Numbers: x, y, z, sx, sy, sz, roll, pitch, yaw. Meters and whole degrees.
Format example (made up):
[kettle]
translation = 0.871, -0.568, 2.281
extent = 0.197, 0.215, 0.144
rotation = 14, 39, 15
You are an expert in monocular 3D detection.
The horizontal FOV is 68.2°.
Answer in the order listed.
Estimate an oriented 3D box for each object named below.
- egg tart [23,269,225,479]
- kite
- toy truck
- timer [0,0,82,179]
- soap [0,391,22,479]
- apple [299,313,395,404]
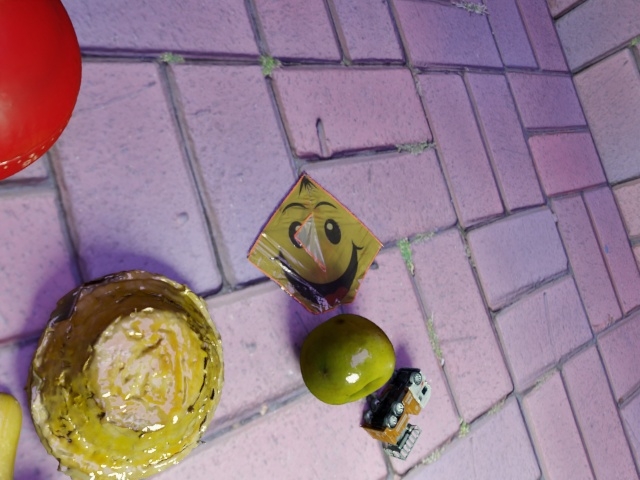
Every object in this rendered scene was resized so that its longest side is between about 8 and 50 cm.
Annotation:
[egg tart]
translation = -0.290, 0.208, 0.764
extent = 0.341, 0.132, 0.341
rotation = 11, 70, -31
[kite]
translation = -0.001, 0.000, 1.088
extent = 0.378, 0.013, 0.327
rotation = -9, 81, -35
[toy truck]
translation = 0.185, 0.382, 1.067
extent = 0.115, 0.080, 0.177
rotation = 53, 56, -16
[timer]
translation = -0.535, -0.262, 0.641
extent = 0.378, 0.279, 0.377
rotation = 9, 72, -29
[soap]
translation = -0.480, 0.302, 0.670
extent = 0.089, 0.033, 0.168
rotation = 7, 73, -27
[apple]
translation = 0.053, 0.237, 0.956
extent = 0.196, 0.196, 0.157
rotation = -14, 50, -36
